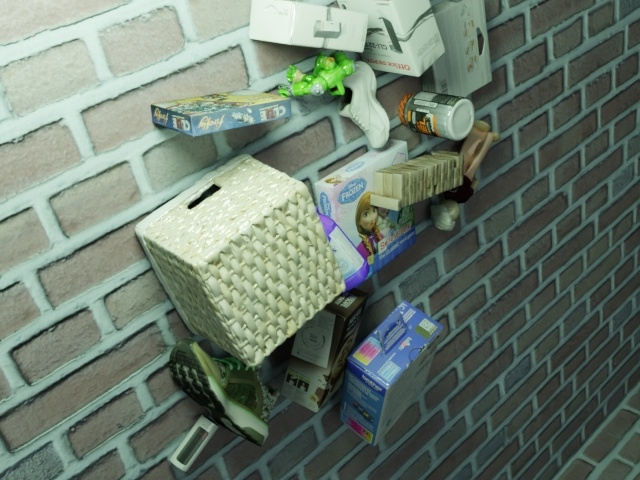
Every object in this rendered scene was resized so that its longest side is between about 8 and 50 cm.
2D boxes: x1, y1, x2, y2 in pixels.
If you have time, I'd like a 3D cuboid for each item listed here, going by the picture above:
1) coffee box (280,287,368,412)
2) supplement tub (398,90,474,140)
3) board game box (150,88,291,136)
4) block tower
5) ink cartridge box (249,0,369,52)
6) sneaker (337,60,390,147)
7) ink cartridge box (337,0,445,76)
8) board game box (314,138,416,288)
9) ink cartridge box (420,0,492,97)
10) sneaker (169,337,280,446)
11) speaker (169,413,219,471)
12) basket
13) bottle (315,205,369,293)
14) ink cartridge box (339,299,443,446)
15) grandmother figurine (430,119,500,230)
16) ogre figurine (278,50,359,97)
[{"bbox_3d":[0.011,0.271,1.833,0.168,0.119,0.297,-36,145,-58],"label":"coffee box"},{"bbox_3d":[0.309,-0.340,1.895,0.117,0.190,0.117,-16,116,-37],"label":"supplement tub"},{"bbox_3d":[-0.206,-0.271,1.468,0.243,0.165,0.042,-19,118,-36],"label":"board game box"},{"bbox_3d":[0.272,-0.170,1.908,0.335,0.091,0.097,-24,119,-44],"label":"block tower"},{"bbox_3d":[-0.026,-0.476,1.557,0.218,0.158,0.092,-5,110,-41],"label":"ink cartridge box"},{"bbox_3d":[0.097,-0.329,1.790,0.115,0.090,0.232,-34,117,-21],"label":"sneaker"},{"bbox_3d":[0.159,-0.540,1.675,0.114,0.197,0.273,-46,131,-18],"label":"ink cartridge box"},{"bbox_3d":[0.133,-0.070,1.901,0.318,0.066,0.318,-35,127,-37],"label":"board game box"},{"bbox_3d":[0.375,-0.533,1.973,0.239,0.060,0.275,-34,126,-30],"label":"ink cartridge box"},{"bbox_3d":[-0.222,0.335,1.726,0.182,0.158,0.410,-58,141,-27],"label":"sneaker"},{"bbox_3d":[-0.313,0.502,1.747,0.136,0.055,0.055,-53,133,-13],"label":"speaker"},{"bbox_3d":[-0.166,0.037,1.556,0.328,0.266,0.331,-39,127,-24],"label":"basket"},{"bbox_3d":[0.000,0.000,1.745,0.283,0.118,0.092,51,30,-13],"label":"bottle"},{"bbox_3d":[0.198,0.360,1.985,0.270,0.151,0.395,-40,153,-33],"label":"ink cartridge box"},{"bbox_3d":[0.427,-0.191,2.128,0.208,0.104,0.342,27,85,-36],"label":"grandmother figurine"},{"bbox_3d":[0.007,-0.389,1.650,0.197,0.118,0.097,-20,119,-37],"label":"ogre figurine"}]
